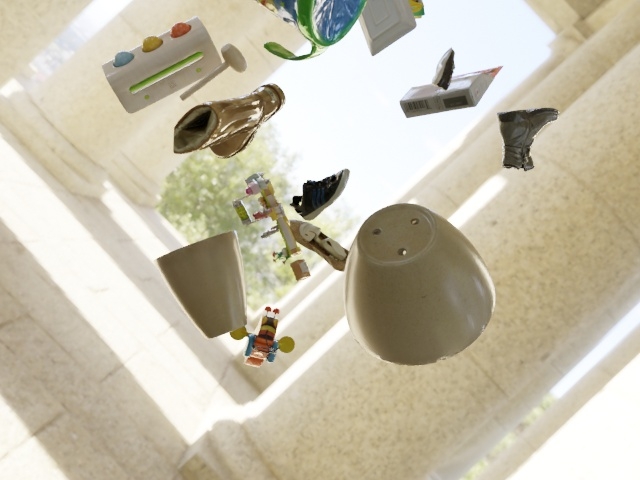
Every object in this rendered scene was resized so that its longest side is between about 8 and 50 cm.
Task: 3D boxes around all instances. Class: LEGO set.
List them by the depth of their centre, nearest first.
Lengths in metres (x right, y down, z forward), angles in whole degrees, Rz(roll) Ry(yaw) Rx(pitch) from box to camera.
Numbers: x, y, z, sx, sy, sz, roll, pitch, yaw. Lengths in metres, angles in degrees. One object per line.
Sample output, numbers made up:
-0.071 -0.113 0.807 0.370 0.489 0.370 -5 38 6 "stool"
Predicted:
-0.125 -0.025 1.816 0.132 0.107 0.286 -113 179 -69 "LEGO set"

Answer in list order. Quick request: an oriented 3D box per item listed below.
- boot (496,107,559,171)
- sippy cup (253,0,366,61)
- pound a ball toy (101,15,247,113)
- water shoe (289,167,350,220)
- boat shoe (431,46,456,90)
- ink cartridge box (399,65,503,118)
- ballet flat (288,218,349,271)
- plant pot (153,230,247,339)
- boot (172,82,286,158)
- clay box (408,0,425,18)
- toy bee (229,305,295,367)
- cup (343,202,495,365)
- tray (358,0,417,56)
0.548 -0.267 2.023 0.083 0.247 0.161 3 -78 49 "boot"
-0.043 -0.546 1.566 0.224 0.305 0.240 29 -5 22 "sippy cup"
-0.366 -0.440 1.878 0.208 0.319 0.135 58 -5 49 "pound a ball toy"
-0.006 -0.119 1.869 0.080 0.203 0.072 33 44 -15 "water shoe"
0.284 -0.386 1.716 0.038 0.125 0.046 31 -39 -12 "boat shoe"
0.322 -0.383 1.863 0.189 0.232 0.066 -4 -54 36 "ink cartridge box"
0.000 0.000 1.970 0.206 0.073 0.067 34 -36 -3 "ballet flat"
-0.321 0.141 2.242 0.256 0.257 0.273 106 -37 -89 "plant pot"
-0.210 -0.218 1.509 0.089 0.236 0.269 49 33 1 "boot"
0.211 -0.692 2.140 0.053 0.128 0.221 95 -12 -60 "clay box"
-0.160 0.290 2.325 0.195 0.162 0.298 25 -24 -28 "toy bee"
0.183 0.061 1.595 0.331 0.331 0.237 46 -13 42 "cup"
0.139 -0.610 1.908 0.030 0.145 0.270 9 59 -53 "tray"
